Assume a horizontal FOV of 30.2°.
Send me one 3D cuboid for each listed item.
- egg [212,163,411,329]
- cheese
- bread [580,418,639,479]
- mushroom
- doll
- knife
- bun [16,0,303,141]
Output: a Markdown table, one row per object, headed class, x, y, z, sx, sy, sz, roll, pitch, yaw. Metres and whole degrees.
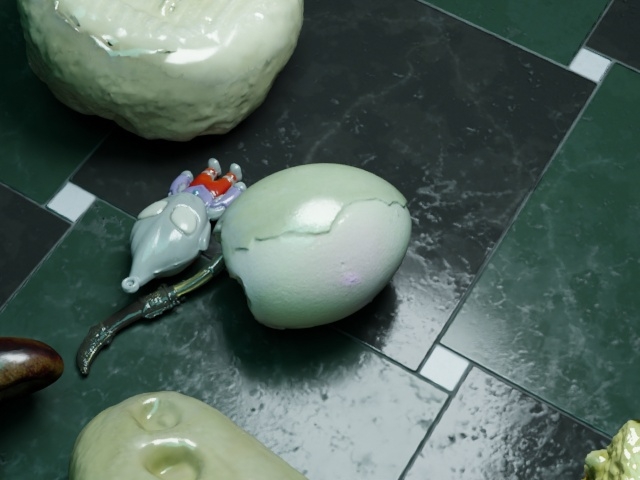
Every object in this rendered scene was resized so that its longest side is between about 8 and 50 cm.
| class | x | y | z | sx | sy | sz | roll | pitch | yaw |
| --- | --- | --- | --- | --- | --- | --- | --- | --- | --- |
| egg | 0.000 | 0.000 | 1.331 | 0.217 | 0.183 | 0.183 | -25 | 62 | -4 |
| cheese | -0.168 | 0.286 | 1.133 | 0.328 | 0.129 | 0.351 | 36 | 37 | 31 |
| bread | 0.324 | 0.312 | 1.108 | 0.198 | 0.263 | 0.236 | 2 | 58 | -3 |
| mushroom | -0.368 | 0.218 | 1.246 | 0.227 | 0.148 | 0.217 | -14 | 78 | 1 |
| doll | -0.168 | -0.016 | 1.406 | 0.102 | 0.075 | 0.227 | 15 | 47 | 27 |
| knife | -0.196 | 0.076 | 1.377 | 0.222 | 0.021 | 0.045 | -37 | 65 | -17 |
| bun | -0.211 | -0.278 | 1.489 | 0.360 | 0.211 | 0.359 | 6 | 60 | -10 |
